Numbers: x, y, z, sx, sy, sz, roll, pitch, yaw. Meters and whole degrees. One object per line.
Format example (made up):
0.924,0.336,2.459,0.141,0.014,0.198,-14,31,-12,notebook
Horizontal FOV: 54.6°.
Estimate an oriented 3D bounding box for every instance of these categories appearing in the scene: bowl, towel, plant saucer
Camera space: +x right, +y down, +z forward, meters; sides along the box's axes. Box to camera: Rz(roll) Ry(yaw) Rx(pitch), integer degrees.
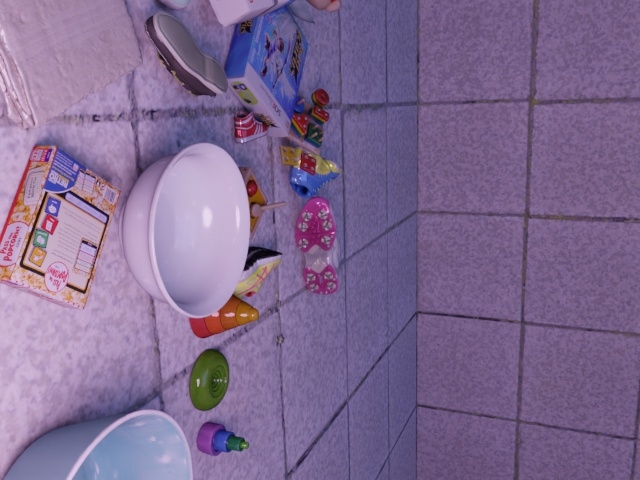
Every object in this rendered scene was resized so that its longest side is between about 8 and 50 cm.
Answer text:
-0.334,0.385,0.871,0.311,0.163,0.312,3,90,-68,bowl
-0.247,-0.019,1.063,0.298,0.134,0.298,3,90,-68,bowl
-0.359,-0.291,0.869,0.282,0.049,0.187,-58,146,-51,towel
-0.077,-0.586,1.449,0.195,0.037,0.195,57,9,-14,plant saucer

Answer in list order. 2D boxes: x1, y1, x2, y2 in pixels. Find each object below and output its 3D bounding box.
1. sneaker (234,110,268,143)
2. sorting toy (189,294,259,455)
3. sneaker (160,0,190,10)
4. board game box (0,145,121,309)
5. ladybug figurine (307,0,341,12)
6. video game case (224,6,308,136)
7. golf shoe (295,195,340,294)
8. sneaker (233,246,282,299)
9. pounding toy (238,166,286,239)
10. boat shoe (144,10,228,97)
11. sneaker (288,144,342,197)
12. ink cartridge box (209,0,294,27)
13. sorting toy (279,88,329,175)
-0.153,-0.262,1.380,0.118,0.042,0.067,-44,136,-56,sneaker
-0.184,0.269,1.272,0.127,0.126,0.366,-11,102,-67,sorting toy
-0.230,-0.505,1.014,0.094,0.151,0.256,-68,152,-42,sneaker
-0.370,-0.015,0.880,0.147,0.045,0.194,48,49,-60,board game box
-0.031,-0.714,1.307,0.305,0.161,0.449,-94,162,-69,ladybug figurine
-0.117,-0.416,1.424,0.244,0.061,0.270,47,50,-62,video game case
0.000,0.000,1.729,0.140,0.115,0.306,-70,161,-55,golf shoe
-0.155,0.076,1.392,0.208,0.081,0.094,-29,127,-57,sneaker
-0.156,-0.077,1.321,0.141,0.100,0.130,66,35,-49,pounding toy
-0.247,-0.321,1.104,0.228,0.068,0.081,38,46,-64,boat shoe
-0.023,-0.171,1.677,0.240,0.091,0.126,19,87,-60,sneaker
-0.143,-0.522,1.238,0.190,0.082,0.140,-43,114,-49,ink cartridge box
-0.038,-0.296,1.554,0.132,0.046,0.275,28,56,-34,sorting toy
